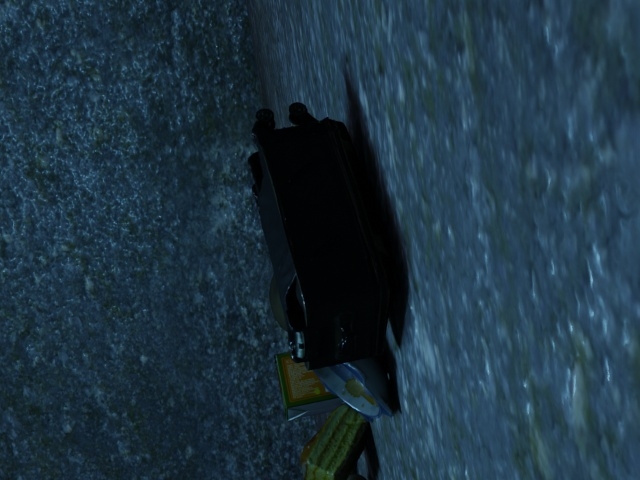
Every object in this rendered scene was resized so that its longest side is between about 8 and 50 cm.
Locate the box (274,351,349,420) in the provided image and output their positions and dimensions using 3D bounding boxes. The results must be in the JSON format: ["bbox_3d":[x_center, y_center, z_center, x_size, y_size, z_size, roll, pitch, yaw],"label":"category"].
[{"bbox_3d":[-0.006,0.346,2.038,0.177,0.195,0.148,94,164,-69],"label":"box"}]

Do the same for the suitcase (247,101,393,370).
[{"bbox_3d":[0.000,0.000,1.413,0.283,0.194,0.433,89,169,-55],"label":"suitcase"}]

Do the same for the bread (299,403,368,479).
[{"bbox_3d":[0.032,0.524,2.029,0.184,0.111,0.234,-55,-18,-29],"label":"bread"}]

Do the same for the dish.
[{"bbox_3d":[0.073,0.253,1.588,0.228,0.086,0.236,52,159,-19],"label":"dish"}]

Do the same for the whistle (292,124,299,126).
[{"bbox_3d":[-0.030,-0.136,1.938,0.141,0.141,0.294,120,157,-80],"label":"whistle"}]

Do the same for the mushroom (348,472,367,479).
[{"bbox_3d":[0.109,0.675,2.042,0.159,0.122,0.329,-63,11,3],"label":"mushroom"}]

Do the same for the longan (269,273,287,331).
[{"bbox_3d":[-0.006,0.116,1.671,0.220,0.197,0.196,142,118,-69],"label":"longan"}]
